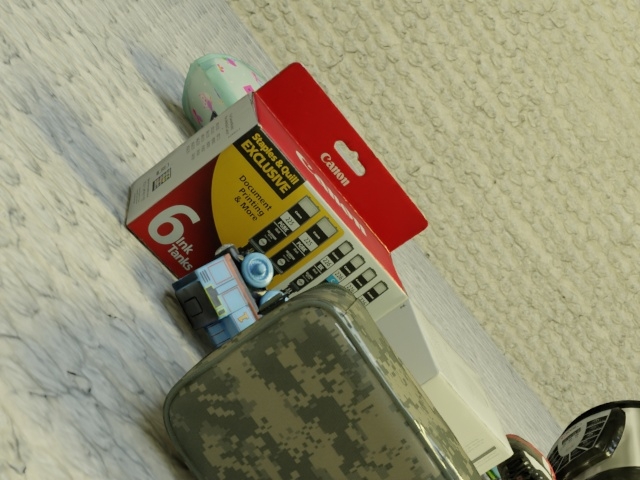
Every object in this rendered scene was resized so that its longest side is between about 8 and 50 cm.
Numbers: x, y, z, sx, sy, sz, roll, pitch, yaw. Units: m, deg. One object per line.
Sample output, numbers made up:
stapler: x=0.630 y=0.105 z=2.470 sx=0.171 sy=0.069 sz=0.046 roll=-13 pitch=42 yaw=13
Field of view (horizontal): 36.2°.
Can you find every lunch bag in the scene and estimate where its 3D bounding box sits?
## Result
lunch bag: x=-0.126 y=-0.199 z=1.728 sx=0.223 sy=0.160 sz=0.262 roll=57 pitch=6 yaw=15
lunch bag: x=0.020 y=0.198 z=0.964 sx=0.305 sy=0.212 sz=0.256 roll=54 pitch=12 yaw=0

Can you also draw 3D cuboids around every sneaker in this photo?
sneaker: x=0.391 y=0.460 z=1.833 sx=0.135 sy=0.098 sz=0.276 roll=47 pitch=14 yaw=-40

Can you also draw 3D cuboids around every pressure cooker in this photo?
pressure cooker: x=0.646 y=0.540 z=2.017 sx=0.420 sy=0.370 sz=0.375 roll=-52 pitch=145 yaw=-67

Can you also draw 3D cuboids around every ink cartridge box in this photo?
ink cartridge box: x=-0.039 y=-0.020 z=1.235 sx=0.309 sy=0.272 sz=0.130 roll=48 pitch=12 yaw=-25

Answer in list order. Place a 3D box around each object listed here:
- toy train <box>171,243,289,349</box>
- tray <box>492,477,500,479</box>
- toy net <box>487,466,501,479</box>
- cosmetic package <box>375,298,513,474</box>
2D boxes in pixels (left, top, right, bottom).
toy train: x=-0.088 y=0.096 z=1.130 sx=0.105 sy=0.080 sz=0.184 roll=-28 pitch=91 yaw=-37
tray: x=0.332 y=0.510 z=1.776 sx=0.145 sy=0.030 sz=0.270 roll=58 pitch=12 yaw=17
toy net: x=0.327 y=0.400 z=2.068 sx=0.122 sy=0.045 sz=0.232 roll=45 pitch=12 yaw=-30
cosmetic package: x=0.178 y=0.257 z=1.632 sx=0.224 sy=0.138 sz=0.224 roll=49 pitch=12 yaw=-26
